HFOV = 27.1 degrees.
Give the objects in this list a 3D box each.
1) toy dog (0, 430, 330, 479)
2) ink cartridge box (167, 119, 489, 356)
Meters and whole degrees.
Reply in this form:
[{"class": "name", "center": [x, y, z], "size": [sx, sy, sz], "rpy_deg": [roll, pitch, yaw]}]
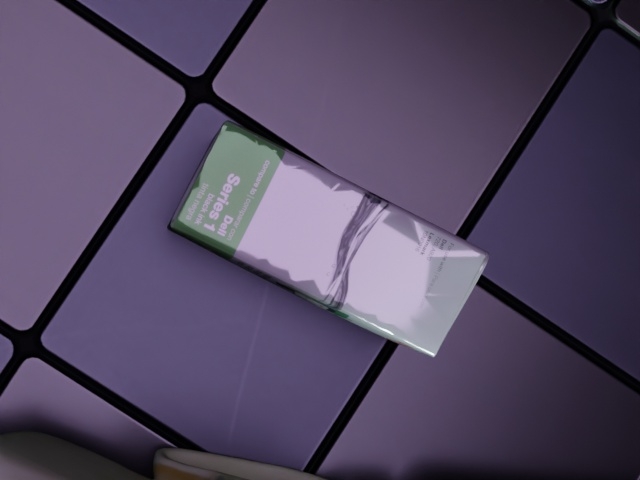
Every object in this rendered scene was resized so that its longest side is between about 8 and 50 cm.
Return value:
[{"class": "toy dog", "center": [-0.167, 0.361, 0.939], "size": [0.396, 0.284, 0.407], "rpy_deg": [12, 89, -7]}, {"class": "ink cartridge box", "center": [0.000, 0.000, 1.025], "size": [0.219, 0.160, 0.092], "rpy_deg": [27, 87, -6]}]
